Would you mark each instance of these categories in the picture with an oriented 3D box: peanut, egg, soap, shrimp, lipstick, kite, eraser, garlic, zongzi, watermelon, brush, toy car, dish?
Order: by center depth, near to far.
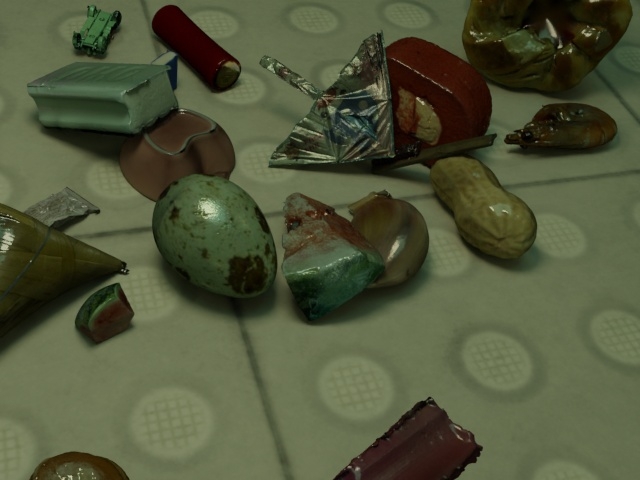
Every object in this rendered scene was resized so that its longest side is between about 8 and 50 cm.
[{"bbox_3d":[0.054,0.335,1.034,0.112,0.182,0.289,41,47,24],"label":"soap"},{"bbox_3d":[-0.427,0.085,1.266,0.256,0.115,0.228,28,62,-35],"label":"zongzi"},{"bbox_3d":[-0.329,0.111,1.275,0.084,0.072,0.092,-25,16,-17],"label":"watermelon"},{"bbox_3d":[-0.162,-0.004,1.335,0.231,0.169,0.169,43,52,14],"label":"egg"},{"bbox_3d":[0.000,0.000,1.396,0.154,0.094,0.241,-27,38,0],"label":"watermelon"},{"bbox_3d":[0.102,0.025,1.413,0.128,0.148,0.267,47,39,-16],"label":"garlic"},{"bbox_3d":[0.282,-0.068,1.518,0.123,0.124,0.257,-17,49,-25],"label":"peanut"},{"bbox_3d":[-0.391,-0.263,1.530,0.261,0.094,0.150,8,38,31],"label":"soap"},{"bbox_3d":[-0.256,-0.169,1.530,0.213,0.090,0.213,5,45,-5],"label":"dish"},{"bbox_3d":[0.202,-0.168,1.562,0.247,0.036,0.043,-10,37,32],"label":"brush"},{"bbox_3d":[0.019,-0.258,1.591,0.314,0.011,0.335,38,89,5],"label":"kite"},{"bbox_3d":[-0.310,-0.326,1.679,0.027,0.085,0.063,28,48,14],"label":"eraser"},{"bbox_3d":[0.490,-0.243,1.767,0.287,0.063,0.152,-8,46,-22],"label":"shrimp"},{"bbox_3d":[-0.262,-0.405,1.771,0.080,0.080,0.241,-26,56,-31],"label":"lipstick"},{"bbox_3d":[-0.470,-0.439,1.782,0.073,0.054,0.143,11,46,-3],"label":"toy car"}]

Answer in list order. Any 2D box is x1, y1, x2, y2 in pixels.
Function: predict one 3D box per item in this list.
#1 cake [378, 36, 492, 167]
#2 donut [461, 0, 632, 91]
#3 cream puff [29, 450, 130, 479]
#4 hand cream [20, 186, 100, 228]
[{"bbox_3d":[0.197,-0.276,1.660,0.283,0.177,0.151,31,46,17],"label":"cake"},{"bbox_3d":[0.481,-0.491,1.831,0.360,0.360,0.170,16,30,5],"label":"donut"},{"bbox_3d":[-0.296,0.327,1.027,0.144,0.103,0.126,31,35,18],"label":"cream puff"},{"bbox_3d":[-0.474,-0.015,1.371,0.084,0.050,0.257,27,44,19],"label":"hand cream"}]
